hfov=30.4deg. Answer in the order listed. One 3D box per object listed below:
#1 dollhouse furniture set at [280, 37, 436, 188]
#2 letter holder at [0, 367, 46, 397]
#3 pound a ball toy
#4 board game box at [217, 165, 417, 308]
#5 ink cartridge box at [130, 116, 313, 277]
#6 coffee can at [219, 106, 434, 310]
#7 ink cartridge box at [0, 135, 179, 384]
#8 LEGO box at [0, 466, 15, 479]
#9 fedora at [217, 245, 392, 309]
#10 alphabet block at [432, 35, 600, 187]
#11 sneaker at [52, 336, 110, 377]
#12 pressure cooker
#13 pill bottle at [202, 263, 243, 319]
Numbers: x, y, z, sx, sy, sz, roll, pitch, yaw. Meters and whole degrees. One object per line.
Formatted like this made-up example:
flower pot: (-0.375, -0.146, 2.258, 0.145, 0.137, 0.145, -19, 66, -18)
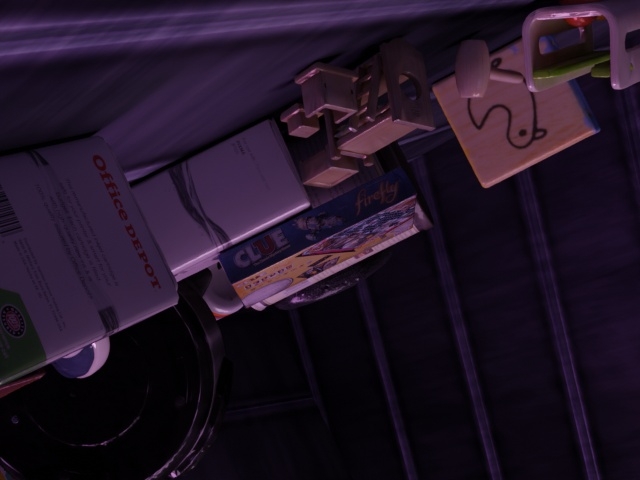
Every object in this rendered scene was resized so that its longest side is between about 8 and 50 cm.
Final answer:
dollhouse furniture set: (-0.001, -0.145, 1.275, 0.161, 0.101, 0.182, 8, 156, -39)
letter holder: (-0.520, 0.167, 1.372, 0.302, 0.152, 0.214, -27, 177, 19)
pound a ball toy: (0.333, -0.280, 1.600, 0.208, 0.136, 0.319, 2, -166, 31)
board game box: (0.000, 0.000, 1.453, 0.243, 0.042, 0.165, -26, 167, -4)
ink cartridge box: (-0.155, -0.028, 1.448, 0.283, 0.117, 0.207, -26, 178, 0)
coffee can: (-0.008, -0.050, 1.649, 0.275, 0.201, 0.201, -26, 179, 8)
ink cartridge box: (-0.232, 0.019, 0.917, 0.092, 0.160, 0.219, -26, 179, 31)
LEGO box: (-0.645, 0.391, 2.219, 0.193, 0.372, 0.500, -27, -179, 12)
fedora: (0.000, 0.016, 1.958, 0.334, 0.152, 0.334, -26, 179, -1)
alphabet block: (0.320, -0.214, 1.910, 0.197, 0.192, 0.193, -28, 176, 16)
sneaker: (-0.322, 0.078, 1.289, 0.148, 0.131, 0.350, -29, 159, -22)
pressure cooker: (-0.329, 0.199, 1.859, 0.370, 0.375, 0.420, -11, 178, -2)
pill bottle: (-0.234, 0.099, 2.128, 0.121, 0.121, 0.221, -25, 180, -43)
